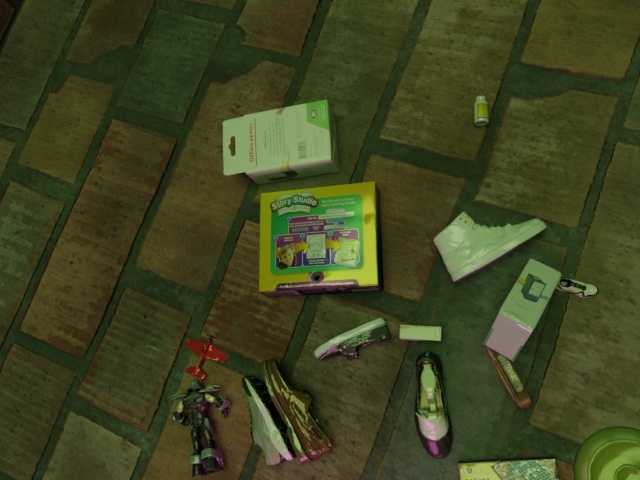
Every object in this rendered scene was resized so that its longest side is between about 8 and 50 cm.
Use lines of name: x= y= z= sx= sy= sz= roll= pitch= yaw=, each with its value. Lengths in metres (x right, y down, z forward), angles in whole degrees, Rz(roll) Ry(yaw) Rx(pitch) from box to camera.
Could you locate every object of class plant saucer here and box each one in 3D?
plant saucer: x=0.749 y=0.580 z=1.382 sx=0.241 sy=0.037 sz=0.241 roll=-4 pitch=75 yaw=16

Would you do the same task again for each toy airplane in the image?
toy airplane: x=-0.370 y=0.364 z=1.769 sx=0.151 sy=0.028 sz=0.151 roll=-4 pitch=76 yaw=14

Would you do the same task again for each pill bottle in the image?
pill bottle: x=0.480 y=-0.388 z=1.698 sx=0.043 sy=0.043 sz=0.083 roll=-2 pitch=77 yaw=16

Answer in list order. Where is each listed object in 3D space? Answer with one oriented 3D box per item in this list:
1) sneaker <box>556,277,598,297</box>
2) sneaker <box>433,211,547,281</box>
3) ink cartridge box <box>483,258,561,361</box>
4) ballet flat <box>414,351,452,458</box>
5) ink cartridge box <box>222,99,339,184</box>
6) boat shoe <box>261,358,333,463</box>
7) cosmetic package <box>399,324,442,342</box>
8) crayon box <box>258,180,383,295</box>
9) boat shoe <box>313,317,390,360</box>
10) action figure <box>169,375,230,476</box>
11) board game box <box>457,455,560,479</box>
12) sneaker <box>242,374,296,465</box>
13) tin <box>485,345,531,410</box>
sneaker: x=0.682 y=0.126 z=1.512 sx=0.109 sy=0.044 sz=0.040 roll=10 pitch=77 yaw=17
sneaker: x=0.461 y=-0.025 z=1.580 sx=0.292 sy=0.108 sz=0.169 roll=-29 pitch=73 yaw=9
ink cartridge box: x=0.514 y=0.174 z=1.444 sx=0.093 sy=0.154 sz=0.212 roll=30 pitch=54 yaw=21
ballet flat: x=0.292 y=0.440 z=1.519 sx=0.095 sy=0.096 sz=0.280 roll=-10 pitch=74 yaw=13
ink cartridge box: x=-0.128 y=-0.304 z=1.815 sx=0.353 sy=0.119 sz=0.207 roll=-7 pitch=75 yaw=14
boat shoe: x=-0.066 y=0.468 z=1.620 sx=0.104 sy=0.111 sz=0.307 roll=-28 pitch=80 yaw=4
cosmetic package: x=0.282 y=0.260 z=1.587 sx=0.115 sy=0.060 sz=0.041 roll=1 pitch=76 yaw=15
crayon box: x=0.000 y=0.000 z=1.710 sx=0.362 sy=0.106 sz=0.313 roll=-4 pitch=74 yaw=15
boat shoe: x=0.094 y=0.301 z=1.627 sx=0.228 sy=0.080 sz=0.076 roll=-25 pitch=69 yaw=1
action figure: x=-0.357 y=0.546 z=1.688 sx=0.185 sy=0.099 sz=0.285 roll=-19 pitch=68 yaw=18
board game box: x=0.483 y=0.642 z=1.441 sx=0.243 sy=0.042 sz=0.165 roll=-8 pitch=74 yaw=15
sneaker: x=-0.169 y=0.517 z=1.637 sx=0.108 sy=0.100 sz=0.271 roll=-33 pitch=70 yaw=12
tin: x=0.489 y=0.348 z=1.481 sx=0.040 sy=0.106 sz=0.190 roll=-26 pitch=71 yaw=1
